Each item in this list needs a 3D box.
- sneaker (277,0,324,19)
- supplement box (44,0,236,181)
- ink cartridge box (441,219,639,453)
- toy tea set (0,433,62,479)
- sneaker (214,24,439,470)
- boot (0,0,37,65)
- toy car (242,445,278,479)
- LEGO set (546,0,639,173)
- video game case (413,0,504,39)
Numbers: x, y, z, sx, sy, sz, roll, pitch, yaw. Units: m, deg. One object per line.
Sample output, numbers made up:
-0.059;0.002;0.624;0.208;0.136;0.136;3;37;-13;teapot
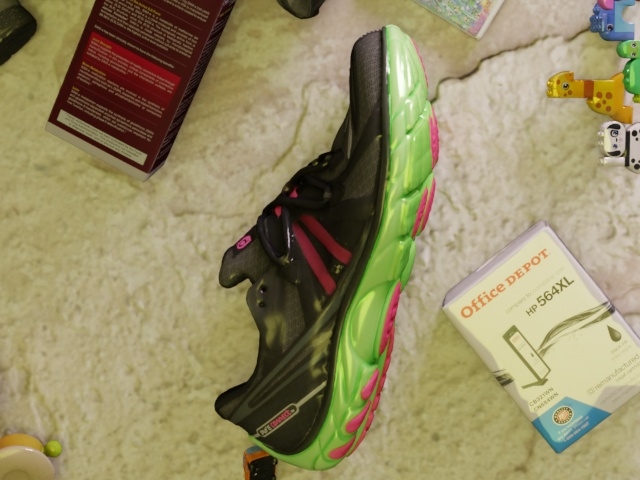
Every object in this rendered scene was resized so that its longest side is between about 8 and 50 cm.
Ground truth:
0.015;-0.334;1.707;0.078;0.106;0.234;23;73;24;sneaker
-0.190;-0.199;1.714;0.130;0.073;0.239;28;114;3;supplement box
0.247;0.102;1.717;0.148;0.086;0.203;-39;91;9;ink cartridge box
-0.473;0.251;1.819;0.336;0.124;0.200;-26;122;5;toy tea set
0.000;0.000;1.688;0.202;0.185;0.483;15;92;9;sneaker
-0.448;-0.226;1.775;0.246;0.083;0.161;-41;83;3;boot
-0.037;0.234;1.797;0.122;0.060;0.040;-27;48;-8;toy car
0.292;-0.184;1.681;0.093;0.087;0.227;-1;96;-9;LEGO set
0.152;-0.319;1.720;0.143;0.019;0.157;32;97;2;video game case
